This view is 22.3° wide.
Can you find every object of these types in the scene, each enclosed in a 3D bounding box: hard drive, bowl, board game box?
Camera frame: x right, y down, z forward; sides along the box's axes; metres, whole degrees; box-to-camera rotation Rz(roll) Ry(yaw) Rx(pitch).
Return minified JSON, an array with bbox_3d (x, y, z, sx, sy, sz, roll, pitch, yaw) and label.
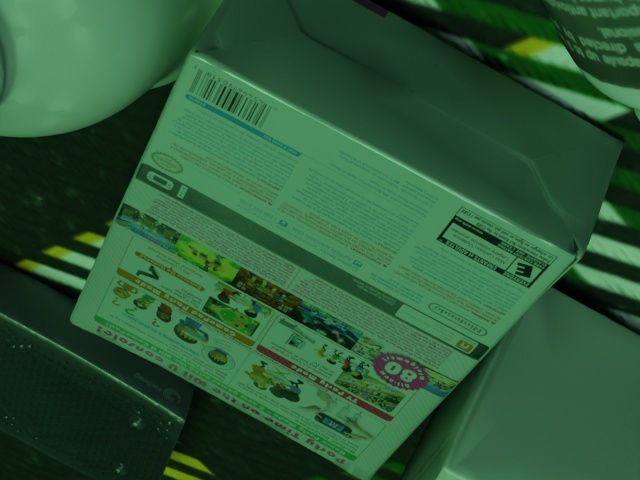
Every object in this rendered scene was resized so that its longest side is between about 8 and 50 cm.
[{"bbox_3d":[-0.220,0.097,1.253,0.255,0.054,0.172,28,144,2],"label":"hard drive"},{"bbox_3d":[-0.202,-0.154,0.879,0.298,0.134,0.298,19,143,15],"label":"bowl"},{"bbox_3d":[0.000,0.000,0.947,0.224,0.097,0.303,29,143,-4],"label":"board game box"}]

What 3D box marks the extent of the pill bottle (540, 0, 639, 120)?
[{"bbox_3d":[0.144,-0.151,0.624,0.161,0.161,0.283,-6,131,38],"label":"pill bottle"}]

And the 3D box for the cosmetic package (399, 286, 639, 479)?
[{"bbox_3d":[0.234,0.212,0.996,0.385,0.156,0.217,27,145,3],"label":"cosmetic package"}]
